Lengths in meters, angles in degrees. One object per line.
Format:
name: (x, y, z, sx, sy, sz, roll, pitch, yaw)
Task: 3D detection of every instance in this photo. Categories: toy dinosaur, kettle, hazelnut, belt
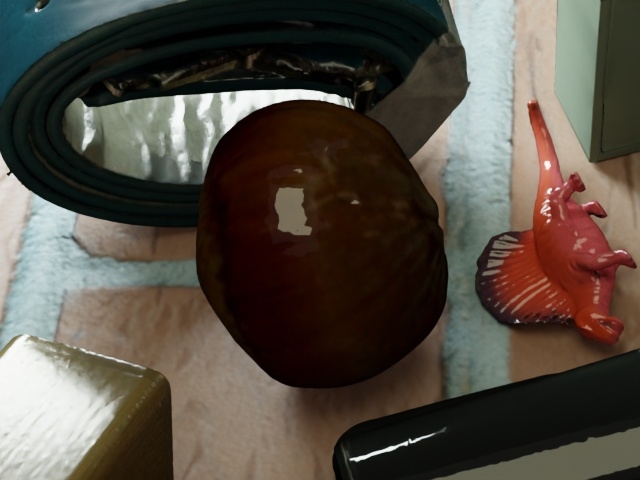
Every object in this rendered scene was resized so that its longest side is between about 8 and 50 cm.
toy dinosaur: (0.197, -0.002, 1.655, 0.139, 0.070, 0.286, -31, 48, 8)
kettle: (0.169, 0.180, 1.402, 0.308, 0.203, 0.262, -14, 52, -2)
hazelnut: (0.000, 0.000, 1.536, 0.217, 0.217, 0.252, -17, 84, -9)
belt: (-0.085, -0.163, 1.649, 0.436, 0.300, 0.173, -6, 51, -3)

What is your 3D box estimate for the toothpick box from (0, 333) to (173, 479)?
toothpick box: (-0.245, 0.227, 1.381, 0.187, 0.190, 0.308, 12, 34, 17)

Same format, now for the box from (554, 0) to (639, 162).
box: (0.344, -0.214, 1.699, 0.225, 0.225, 0.117, -14, 50, -7)
